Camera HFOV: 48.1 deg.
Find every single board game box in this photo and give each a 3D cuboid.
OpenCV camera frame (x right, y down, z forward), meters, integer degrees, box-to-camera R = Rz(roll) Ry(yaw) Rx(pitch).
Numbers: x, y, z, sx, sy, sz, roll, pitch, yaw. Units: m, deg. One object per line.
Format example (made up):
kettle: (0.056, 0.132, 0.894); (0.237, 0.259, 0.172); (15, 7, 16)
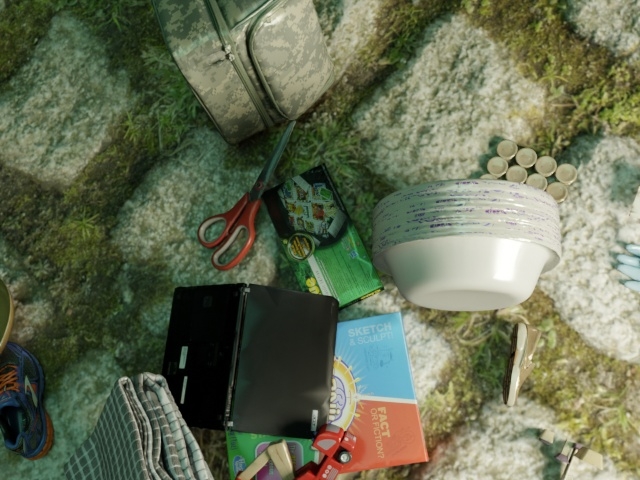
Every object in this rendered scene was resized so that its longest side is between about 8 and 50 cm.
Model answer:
board game box: (0.000, 0.000, 1.280); (0.136, 0.030, 0.260); (-24, 71, 1)
board game box: (0.000, 0.264, 1.181); (0.316, 0.064, 0.242); (-12, 72, 7)

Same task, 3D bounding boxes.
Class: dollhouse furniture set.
dollhouse furniture set: (0.364, 0.338, 1.066); (0.091, 0.114, 0.081); (24, 83, 14)

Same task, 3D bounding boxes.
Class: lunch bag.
lunch bag: (-0.119, -0.347, 1.258); (0.256, 0.305, 0.212); (-25, 61, 1)

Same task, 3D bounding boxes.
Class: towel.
towel: (-0.274, 0.369, 1.076); (0.284, 0.121, 0.235); (52, 126, 39)

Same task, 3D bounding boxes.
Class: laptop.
laptop: (-0.123, 0.198, 1.182); (0.264, 0.136, 0.234); (-6, 70, 36)

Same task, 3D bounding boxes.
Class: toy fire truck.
toy fire truck: (-0.045, 0.350, 1.094); (0.135, 0.047, 0.192); (30, 98, 2)

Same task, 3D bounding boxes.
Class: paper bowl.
paper bowl: (0.219, 0.021, 1.096); (0.284, 0.284, 0.148); (0, 74, 11)

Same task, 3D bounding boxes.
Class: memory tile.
memory tile: (0.359, -0.106, 1.252); (0.148, 0.012, 0.113); (27, 80, 16)

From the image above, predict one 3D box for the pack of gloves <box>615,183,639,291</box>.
pack of gloves: (0.611, 0.015, 1.163); (0.232, 0.046, 0.195); (20, 90, 19)

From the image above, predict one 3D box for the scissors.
scissors: (-0.112, -0.078, 1.304); (0.297, 0.021, 0.109); (-48, 66, 5)

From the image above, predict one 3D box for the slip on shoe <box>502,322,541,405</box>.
slip on shoe: (0.324, 0.201, 1.150); (0.041, 0.051, 0.135); (14, 70, 2)

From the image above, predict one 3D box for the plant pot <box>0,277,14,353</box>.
plant pot: (-0.649, 0.173, 1.316); (0.236, 0.032, 0.236); (-14, 57, 22)

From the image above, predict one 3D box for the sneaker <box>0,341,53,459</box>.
sneaker: (-0.537, 0.276, 1.266); (0.083, 0.087, 0.221); (-27, 70, 1)
